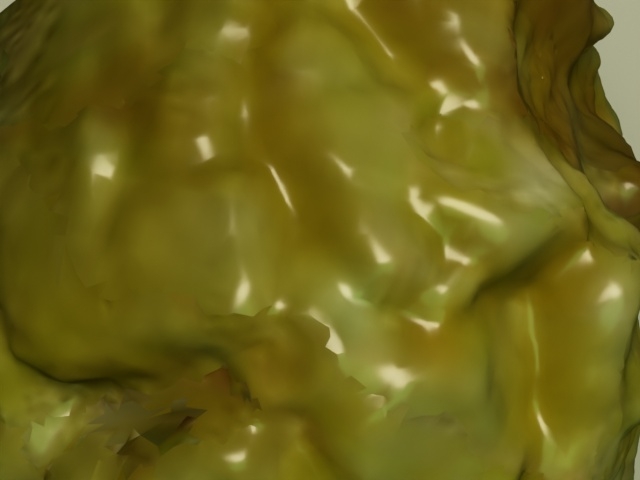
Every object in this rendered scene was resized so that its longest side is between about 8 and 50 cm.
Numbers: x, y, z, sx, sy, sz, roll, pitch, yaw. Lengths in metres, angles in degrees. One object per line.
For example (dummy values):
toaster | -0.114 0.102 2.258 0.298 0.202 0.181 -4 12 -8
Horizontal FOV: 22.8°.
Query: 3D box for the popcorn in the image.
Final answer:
popcorn | -0.001 0.007 0.481 0.249 0.249 0.225 -39 136 2
